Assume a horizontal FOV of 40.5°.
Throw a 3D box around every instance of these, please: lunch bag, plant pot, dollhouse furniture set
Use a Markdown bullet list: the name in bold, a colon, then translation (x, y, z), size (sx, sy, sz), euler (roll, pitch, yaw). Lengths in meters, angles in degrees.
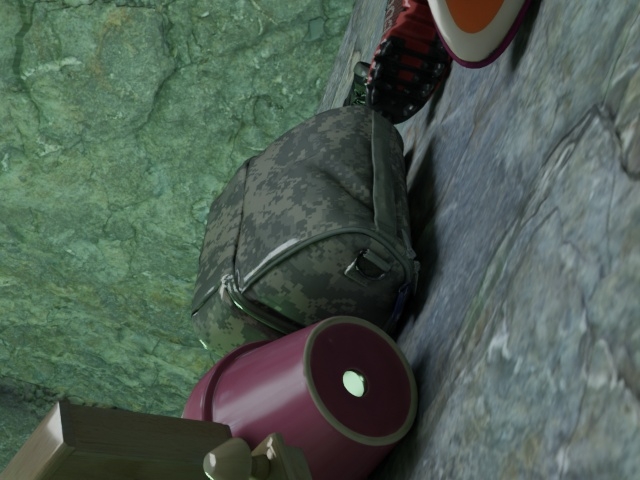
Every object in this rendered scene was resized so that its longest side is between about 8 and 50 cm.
- **lunch bag**: translation (0.000, 0.000, 1.039), size (0.256, 0.213, 0.305), euler (-48, 23, 32)
- **plant pot**: translation (-0.008, 0.170, 0.849), size (0.180, 0.201, 0.201), euler (-43, 27, 42)
- **dollhouse furniture set**: translation (-0.135, 0.317, 0.657), size (0.303, 0.174, 0.355), euler (-48, 43, 28)

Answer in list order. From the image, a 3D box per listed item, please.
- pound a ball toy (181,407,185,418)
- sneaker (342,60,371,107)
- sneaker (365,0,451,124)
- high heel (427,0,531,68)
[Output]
- **pound a ball toy**: translation (-0.097, 0.264, 1.136), size (0.136, 0.208, 0.319), euler (132, 155, -73)
- **sneaker**: translation (0.081, -0.231, 1.461), size (0.227, 0.087, 0.130), euler (-114, 40, -84)
- **sneaker**: translation (0.129, -0.282, 1.168), size (0.135, 0.098, 0.276), euler (-156, 86, -82)
- **high heel**: translation (0.194, -0.329, 0.940), size (0.181, 0.127, 0.377), euler (47, -129, -65)
